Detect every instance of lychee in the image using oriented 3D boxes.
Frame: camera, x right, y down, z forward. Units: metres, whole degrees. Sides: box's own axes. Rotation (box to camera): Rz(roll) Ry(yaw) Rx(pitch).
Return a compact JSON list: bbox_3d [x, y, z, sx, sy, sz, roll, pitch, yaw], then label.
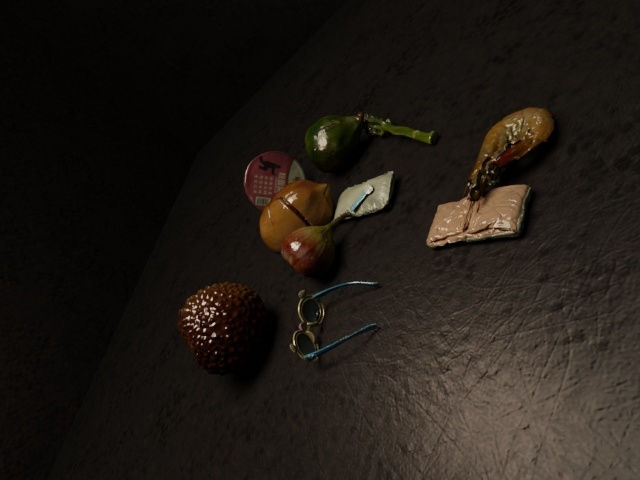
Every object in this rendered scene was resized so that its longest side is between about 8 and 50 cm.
[{"bbox_3d":[-0.272,0.243,1.327,0.267,0.267,0.267,-37,31,28],"label":"lychee"}]

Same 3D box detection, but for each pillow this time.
[{"bbox_3d":[0.324,-0.050,0.964,0.232,0.043,0.126,-13,42,54],"label":"pillow"},{"bbox_3d":[0.125,-0.125,1.342,0.229,0.051,0.128,-13,48,52],"label":"pillow"}]

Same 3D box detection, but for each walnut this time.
[{"bbox_3d":[-0.076,-0.083,1.448,0.298,0.203,0.203,-47,27,28],"label":"walnut"}]

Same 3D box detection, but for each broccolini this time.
[{"bbox_3d":[0.246,-0.346,1.427,0.074,0.079,0.392,-44,34,-6],"label":"broccolini"}]

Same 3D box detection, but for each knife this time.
[{"bbox_3d":[0.115,-0.118,1.296,0.096,0.010,0.027,-50,48,24],"label":"knife"}]

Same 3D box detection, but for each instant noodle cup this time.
[{"bbox_3d":[-0.191,-0.222,1.773,0.235,0.234,0.178,-56,18,-5],"label":"instant noodle cup"}]

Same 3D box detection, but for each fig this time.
[{"bbox_3d":[0.001,0.017,1.311,0.230,0.143,0.160,-24,14,-23],"label":"fig"},{"bbox_3d":[0.061,-0.342,1.565,0.245,0.195,0.195,-25,37,24],"label":"fig"}]

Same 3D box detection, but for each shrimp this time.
[{"bbox_3d":[0.398,-0.185,0.964,0.152,0.063,0.287,1,49,50],"label":"shrimp"}]

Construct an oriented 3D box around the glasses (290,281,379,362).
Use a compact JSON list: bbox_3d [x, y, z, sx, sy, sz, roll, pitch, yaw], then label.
[{"bbox_3d":[0.048,0.195,1.109,0.220,0.088,0.190,-14,42,22],"label":"glasses"}]
